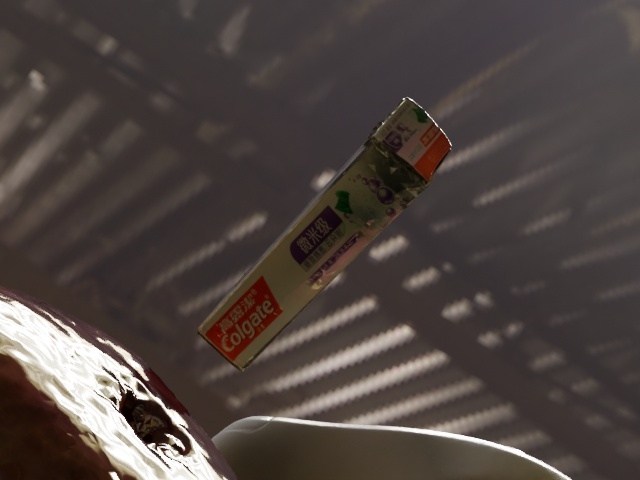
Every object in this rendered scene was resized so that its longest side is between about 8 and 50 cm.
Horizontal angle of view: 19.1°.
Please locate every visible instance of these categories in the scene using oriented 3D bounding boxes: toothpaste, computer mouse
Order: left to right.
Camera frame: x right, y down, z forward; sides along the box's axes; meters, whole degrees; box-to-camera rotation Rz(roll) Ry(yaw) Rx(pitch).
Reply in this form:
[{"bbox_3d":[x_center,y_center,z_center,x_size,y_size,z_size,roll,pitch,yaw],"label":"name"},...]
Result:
[{"bbox_3d":[0.000,0.000,1.027,0.040,0.047,0.196,42,-48,-2],"label":"toothpaste"},{"bbox_3d":[0.042,0.197,1.252,0.297,0.121,0.184,7,-27,35],"label":"computer mouse"}]

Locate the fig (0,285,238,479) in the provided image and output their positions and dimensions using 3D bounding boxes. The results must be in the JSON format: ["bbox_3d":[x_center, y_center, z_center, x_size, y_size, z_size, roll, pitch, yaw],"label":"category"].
[{"bbox_3d":[-0.123,0.125,0.657,0.235,0.214,0.235,20,13,-5],"label":"fig"}]
